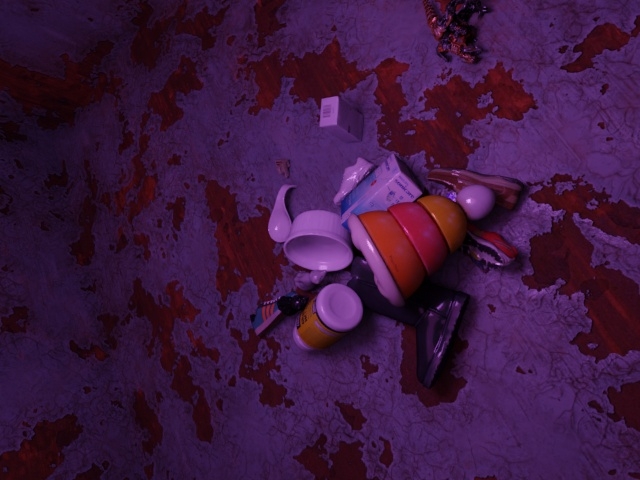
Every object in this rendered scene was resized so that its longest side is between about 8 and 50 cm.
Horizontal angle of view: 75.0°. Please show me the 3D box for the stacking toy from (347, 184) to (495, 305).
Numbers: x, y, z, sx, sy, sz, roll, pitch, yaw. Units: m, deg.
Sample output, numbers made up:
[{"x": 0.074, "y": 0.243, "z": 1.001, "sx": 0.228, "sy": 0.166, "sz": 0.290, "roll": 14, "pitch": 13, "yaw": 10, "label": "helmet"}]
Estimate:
[{"x": 0.361, "y": -0.028, "z": 1.383, "sx": 0.480, "sy": 0.350, "sz": 0.350, "roll": -28, "pitch": 70, "yaw": 4, "label": "stacking toy"}]

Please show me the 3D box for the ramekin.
[{"x": 0.000, "y": 0.000, "z": 1.670, "sx": 0.277, "sy": 0.277, "sz": 0.135, "roll": -13, "pitch": 50, "yaw": 31, "label": "ramekin"}]

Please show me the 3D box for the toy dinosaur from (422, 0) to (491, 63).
[{"x": 0.485, "y": -0.798, "z": 1.538, "sx": 0.322, "sy": 0.164, "sz": 0.218, "roll": 43, "pitch": 126, "yaw": 5, "label": "toy dinosaur"}]

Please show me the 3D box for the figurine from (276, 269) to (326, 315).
[{"x": -0.068, "y": 0.208, "z": 1.725, "sx": 0.214, "sy": 0.092, "sz": 0.209, "roll": -54, "pitch": 11, "yaw": -22, "label": "figurine"}]

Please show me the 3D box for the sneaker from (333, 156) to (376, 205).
[{"x": 0.128, "y": -0.247, "z": 1.753, "sx": 0.232, "sy": 0.090, "sz": 0.115, "roll": -48, "pitch": 57, "yaw": 10, "label": "sneaker"}]

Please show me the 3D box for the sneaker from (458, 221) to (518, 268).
[{"x": 0.558, "y": 0.001, "z": 1.452, "sx": 0.279, "sy": 0.118, "sz": 0.107, "roll": 49, "pitch": 149, "yaw": 44, "label": "sneaker"}]

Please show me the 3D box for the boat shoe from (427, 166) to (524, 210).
[{"x": 0.531, "y": -0.182, "z": 1.467, "sx": 0.324, "sy": 0.123, "sz": 0.119, "roll": 18, "pitch": 101, "yaw": 32, "label": "boat shoe"}]

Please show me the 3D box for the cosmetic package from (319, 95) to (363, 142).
[{"x": 0.090, "y": -0.487, "z": 1.701, "sx": 0.086, "sy": 0.231, "sz": 0.117, "roll": 3, "pitch": 88, "yaw": 33, "label": "cosmetic package"}]

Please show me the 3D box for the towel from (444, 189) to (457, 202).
[{"x": 0.488, "y": -0.147, "z": 1.553, "sx": 0.083, "sy": 0.009, "sz": 0.060, "roll": -48, "pitch": 63, "yaw": 20, "label": "towel"}]

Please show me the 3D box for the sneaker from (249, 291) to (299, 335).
[{"x": -0.220, "y": 0.309, "z": 1.901, "sx": 0.302, "sy": 0.108, "sz": 0.121, "roll": -44, "pitch": 70, "yaw": 23, "label": "sneaker"}]

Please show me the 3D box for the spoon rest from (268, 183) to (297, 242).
[{"x": -0.175, "y": -0.128, "z": 1.925, "sx": 0.137, "sy": 0.084, "sz": 0.276, "roll": 11, "pitch": 91, "yaw": 33, "label": "spoon rest"}]

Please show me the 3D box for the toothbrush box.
[{"x": 0.222, "y": -0.162, "z": 1.590, "sx": 0.126, "sy": 0.216, "sz": 0.295, "roll": 41, "pitch": 114, "yaw": -18, "label": "toothbrush box"}]

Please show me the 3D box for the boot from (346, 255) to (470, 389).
[{"x": 0.278, "y": 0.286, "z": 1.565, "sx": 0.445, "sy": 0.146, "sz": 0.366, "roll": 21, "pitch": 89, "yaw": 29, "label": "boot"}]

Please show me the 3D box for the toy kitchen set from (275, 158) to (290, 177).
[{"x": -0.188, "y": -0.333, "z": 1.963, "sx": 0.075, "sy": 0.083, "sz": 0.068, "roll": 6, "pitch": 130, "yaw": 33, "label": "toy kitchen set"}]

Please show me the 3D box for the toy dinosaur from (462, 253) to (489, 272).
[{"x": 0.563, "y": 0.076, "z": 1.483, "sx": 0.090, "sy": 0.047, "sz": 0.082, "roll": -22, "pitch": 82, "yaw": 63, "label": "toy dinosaur"}]

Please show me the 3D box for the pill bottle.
[{"x": 0.014, "y": 0.320, "z": 1.652, "sx": 0.187, "sy": 0.188, "sz": 0.334, "roll": 63, "pitch": 143, "yaw": 20, "label": "pill bottle"}]
